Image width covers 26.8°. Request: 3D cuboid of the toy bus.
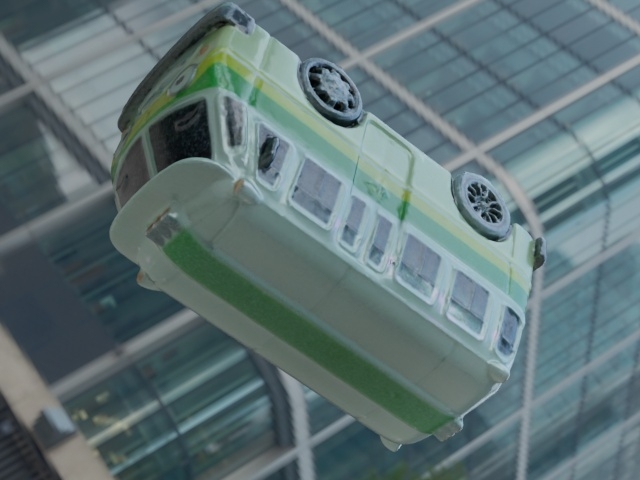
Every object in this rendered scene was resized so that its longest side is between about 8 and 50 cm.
[{"bbox_3d":[0.000,0.000,0.839,0.276,0.164,0.134,35,-51,-19],"label":"toy bus"}]
